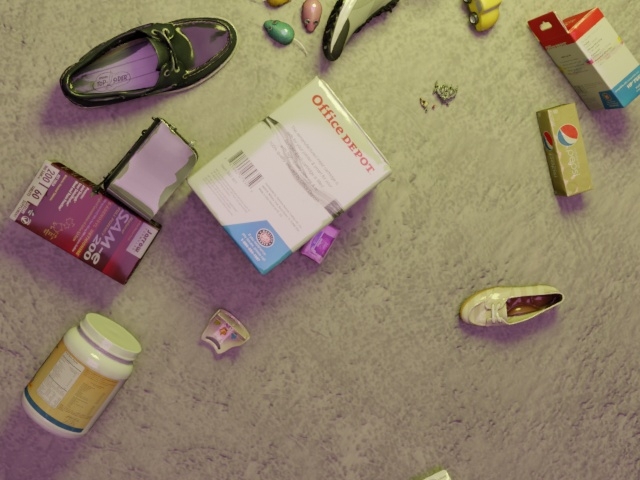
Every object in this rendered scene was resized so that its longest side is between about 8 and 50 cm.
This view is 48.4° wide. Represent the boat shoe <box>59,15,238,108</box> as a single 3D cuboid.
[{"bbox_3d":[-0.311,-0.328,1.294,0.340,0.113,0.127,-15,98,-5],"label":"boat shoe"}]

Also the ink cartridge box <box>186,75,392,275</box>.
[{"bbox_3d":[-0.056,-0.116,1.332,0.307,0.129,0.223,-39,92,-3],"label":"ink cartridge box"}]

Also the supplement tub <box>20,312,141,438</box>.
[{"bbox_3d":[-0.444,0.251,1.333,0.144,0.144,0.199,37,91,-10],"label":"supplement tub"}]

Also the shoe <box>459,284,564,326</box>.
[{"bbox_3d":[0.396,0.132,1.472,0.219,0.058,0.076,-12,98,-6],"label":"shoe"}]

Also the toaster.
[{"bbox_3d":[-0.306,-0.127,1.292,0.110,0.168,0.185,40,90,-11],"label":"toaster"}]

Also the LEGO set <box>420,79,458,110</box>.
[{"bbox_3d":[0.240,-0.288,1.417,0.054,0.023,0.083,43,90,-10],"label":"LEGO set"}]

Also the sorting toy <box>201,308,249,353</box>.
[{"bbox_3d":[-0.194,0.184,1.412,0.083,0.045,0.075,44,97,-11],"label":"sorting toy"}]

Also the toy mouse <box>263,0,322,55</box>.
[{"bbox_3d":[-0.049,-0.422,1.358,0.161,0.031,0.143,-18,99,-5],"label":"toy mouse"}]

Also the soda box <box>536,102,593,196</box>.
[{"bbox_3d":[0.496,-0.183,1.447,0.061,0.058,0.181,-17,98,-5],"label":"soda box"}]

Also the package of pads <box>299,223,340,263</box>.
[{"bbox_3d":[0.000,0.000,1.417,0.050,0.032,0.083,30,92,-6],"label":"package of pads"}]

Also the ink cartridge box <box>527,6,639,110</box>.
[{"bbox_3d":[0.519,-0.367,1.388,0.078,0.134,0.231,-41,101,0],"label":"ink cartridge box"}]

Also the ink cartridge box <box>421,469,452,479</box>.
[{"bbox_3d":[0.254,0.564,1.491,0.092,0.090,0.143,-26,100,-4],"label":"ink cartridge box"}]

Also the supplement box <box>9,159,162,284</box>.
[{"bbox_3d":[-0.435,-0.034,1.335,0.239,0.073,0.130,32,92,-11],"label":"supplement box"}]

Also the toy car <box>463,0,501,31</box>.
[{"bbox_3d":[0.297,-0.550,1.356,0.239,0.053,0.225,31,83,-27],"label":"toy car"}]

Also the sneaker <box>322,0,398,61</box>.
[{"bbox_3d":[0.095,-0.453,1.342,0.108,0.100,0.271,32,92,-15],"label":"sneaker"}]
